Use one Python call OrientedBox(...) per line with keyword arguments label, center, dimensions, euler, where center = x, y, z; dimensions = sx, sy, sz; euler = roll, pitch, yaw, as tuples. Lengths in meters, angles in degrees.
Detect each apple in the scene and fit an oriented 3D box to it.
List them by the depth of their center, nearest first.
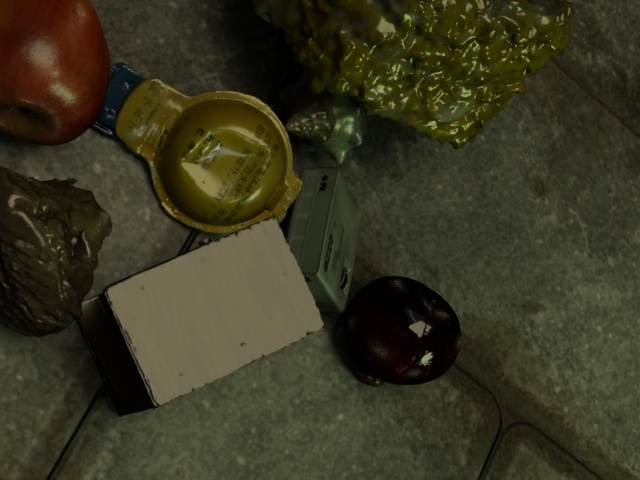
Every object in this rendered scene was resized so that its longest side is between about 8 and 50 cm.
OrientedBox(label="apple", center=(-0.321, -0.209, 1.806), dimensions=(0.199, 0.199, 0.199), euler=(10, 71, -30))

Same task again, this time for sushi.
OrientedBox(label="sushi", center=(0.091, -0.337, 1.998), dimensions=(0.351, 0.240, 0.397), euler=(14, 42, -36))

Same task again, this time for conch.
OrientedBox(label="conch", center=(0.001, -0.174, 2.044), dimensions=(0.137, 0.114, 0.234), euler=(53, 21, -18))

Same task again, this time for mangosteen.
OrientedBox(label="mangosteen", center=(0.096, 0.120, 1.999), dimensions=(0.152, 0.152, 0.153), euler=(10, 71, -30))

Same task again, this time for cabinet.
OrientedBox(label="cabinet", center=(-0.140, 0.082, 1.804), dimensions=(0.215, 0.175, 0.148), euler=(-23, 90, -22))

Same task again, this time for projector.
OrientedBox(label="projector", center=(0.000, 0.000, 1.983), dimensions=(0.115, 0.061, 0.147), euler=(56, 40, -56))

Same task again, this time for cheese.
OrientedBox(label="cheese", center=(-0.148, -0.112, 1.926), dimensions=(0.270, 0.069, 0.177), euler=(30, 93, -11))

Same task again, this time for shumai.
OrientedBox(label="shumai", center=(-0.308, -0.012, 1.766), dimensions=(0.175, 0.166, 0.206), euler=(-43, 119, -41))
